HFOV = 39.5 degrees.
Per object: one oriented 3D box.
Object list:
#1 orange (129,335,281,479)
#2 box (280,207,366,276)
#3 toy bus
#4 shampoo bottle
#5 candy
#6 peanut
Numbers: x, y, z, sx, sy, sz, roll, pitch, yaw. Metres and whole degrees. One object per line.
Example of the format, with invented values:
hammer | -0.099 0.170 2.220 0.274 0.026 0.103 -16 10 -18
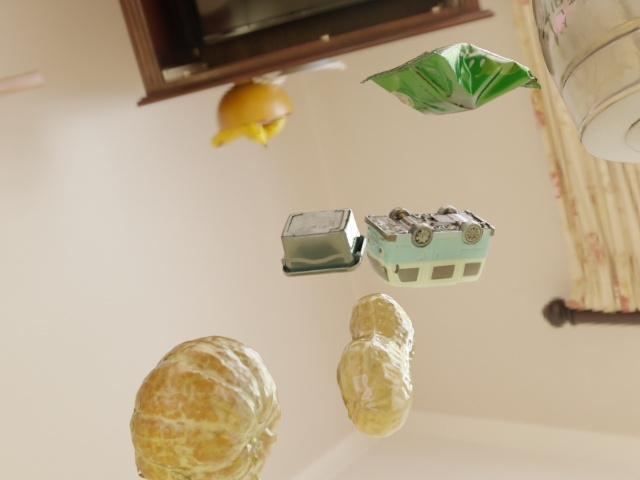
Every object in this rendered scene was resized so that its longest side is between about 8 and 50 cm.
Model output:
orange | -0.213 0.348 1.729 0.249 0.329 0.329 13 -155 28
box | 0.000 0.000 1.058 0.099 0.054 0.074 -6 -146 16
toy bus | 0.233 0.020 1.982 0.271 0.164 0.133 -3 -157 -23
shampoo bottle | 0.351 -0.227 0.876 0.273 0.266 0.273 -2 162 -1
candy | 0.171 -0.204 1.155 0.203 0.078 0.141 3 161 -32
peanut | 0.084 0.185 1.400 0.111 0.125 0.274 -47 -159 32
